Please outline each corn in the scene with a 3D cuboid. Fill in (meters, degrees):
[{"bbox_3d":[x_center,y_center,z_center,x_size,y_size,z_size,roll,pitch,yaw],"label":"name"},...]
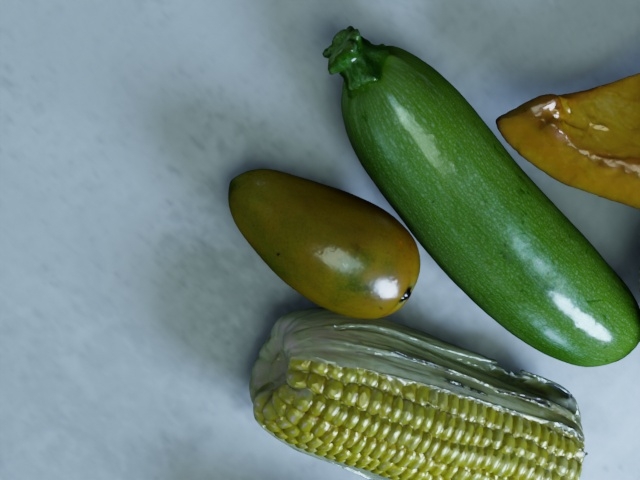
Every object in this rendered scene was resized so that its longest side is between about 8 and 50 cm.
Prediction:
[{"bbox_3d":[0.086,0.145,1.637,0.305,0.122,0.123,23,74,-26],"label":"corn"}]

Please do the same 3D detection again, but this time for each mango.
[{"bbox_3d":[0.003,0.003,1.551,0.163,0.111,0.089,23,103,-26],"label":"mango"}]

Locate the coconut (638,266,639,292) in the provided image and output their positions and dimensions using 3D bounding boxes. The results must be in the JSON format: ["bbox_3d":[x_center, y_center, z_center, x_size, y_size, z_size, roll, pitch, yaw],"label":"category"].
[{"bbox_3d":[0.351,0.059,1.659,0.171,0.171,0.183,-31,138,-4],"label":"coconut"}]

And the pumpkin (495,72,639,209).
[{"bbox_3d":[0.331,-0.087,1.565,0.290,0.095,0.258,40,79,15],"label":"pumpkin"}]

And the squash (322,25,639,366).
[{"bbox_3d":[0.130,-0.020,1.587,0.107,0.107,0.395,-42,117,2],"label":"squash"}]
